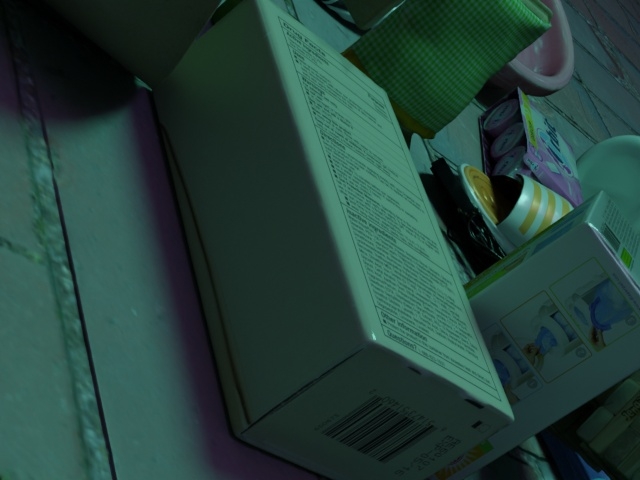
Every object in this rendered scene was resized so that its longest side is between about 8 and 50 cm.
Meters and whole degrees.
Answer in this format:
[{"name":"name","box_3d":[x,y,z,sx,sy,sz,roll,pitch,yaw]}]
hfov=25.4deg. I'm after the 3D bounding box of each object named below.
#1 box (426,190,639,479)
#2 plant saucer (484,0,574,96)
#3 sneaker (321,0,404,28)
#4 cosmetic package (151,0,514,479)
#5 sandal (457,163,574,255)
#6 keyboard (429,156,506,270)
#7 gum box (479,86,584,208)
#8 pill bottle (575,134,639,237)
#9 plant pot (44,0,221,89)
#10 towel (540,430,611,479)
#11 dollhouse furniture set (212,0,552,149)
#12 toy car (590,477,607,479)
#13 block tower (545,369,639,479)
[{"name":"box","box_3d":[0.142,0.071,1.002,0.103,0.203,0.114,53,20,-1]},{"name":"plant saucer","box_3d":[0.202,-0.324,1.827,0.332,0.084,0.332,37,38,-35]},{"name":"sneaker","box_3d":[0.026,-0.380,1.439,0.366,0.210,0.137,40,25,-30]},{"name":"cosmetic package","box_3d":[0.000,0.000,0.946,0.160,0.113,0.309,32,29,-42]},{"name":"sandal","box_3d":[0.243,-0.009,1.501,0.265,0.076,0.102,40,25,-29]},{"name":"keyboard","box_3d":[0.148,0.006,1.365,0.192,0.038,0.100,59,-1,17]},{"name":"gum box","box_3d":[0.243,-0.086,1.634,0.107,0.062,0.188,45,23,-20]},{"name":"pill bottle","box_3d":[0.424,-0.010,1.768,0.264,0.153,0.153,33,30,-42]},{"name":"plant pot","box_3d":[-0.159,-0.278,0.914,0.274,0.256,0.256,31,27,-13]},{"name":"towel","box_3d":[0.341,0.115,1.271,0.040,0.336,0.243,99,-29,-55]},{"name":"dollhouse furniture set","box_3d":[0.085,-0.148,1.226,0.301,0.197,0.151,25,33,-49]},{"name":"toy car","box_3d":[0.190,0.239,0.934,0.159,0.136,0.182,19,39,-54]},{"name":"block tower","box_3d":[0.230,0.130,1.065,0.097,0.091,0.335,48,-5,-34]}]
